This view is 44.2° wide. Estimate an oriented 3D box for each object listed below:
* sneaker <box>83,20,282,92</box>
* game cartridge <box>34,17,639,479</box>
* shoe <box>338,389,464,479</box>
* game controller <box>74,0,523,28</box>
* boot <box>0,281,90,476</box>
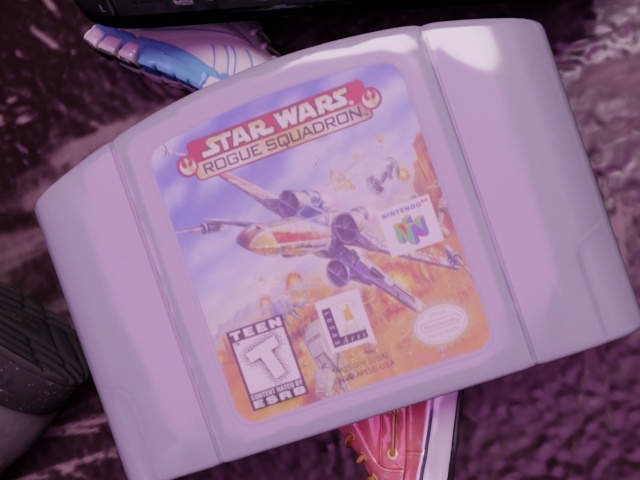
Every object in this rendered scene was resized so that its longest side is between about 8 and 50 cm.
[{"bbox_3d":[-0.058,-0.127,0.503,0.190,0.071,0.083,25,91,13],"label":"sneaker"},{"bbox_3d":[0.000,0.000,0.433,0.297,0.062,0.198,-19,95,7],"label":"game cartridge"},{"bbox_3d":[0.042,0.124,0.485,0.081,0.063,0.178,8,88,16],"label":"shoe"},{"bbox_3d":[0.010,-0.197,0.460,0.319,0.067,0.166,1,49,14],"label":"game controller"},{"bbox_3d":[-0.347,0.082,0.517,0.338,0.118,0.223,37,100,-7],"label":"boot"}]
